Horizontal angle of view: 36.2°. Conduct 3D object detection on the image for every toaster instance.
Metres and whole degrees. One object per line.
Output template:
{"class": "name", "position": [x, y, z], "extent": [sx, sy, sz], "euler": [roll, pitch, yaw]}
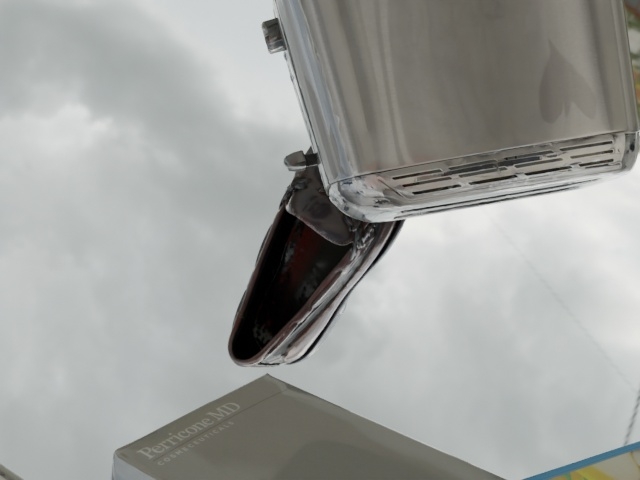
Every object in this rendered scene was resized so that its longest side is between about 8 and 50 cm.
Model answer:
{"class": "toaster", "position": [0.085, -0.094, 0.555], "extent": [0.227, 0.146, 0.129], "euler": [-10, 178, -2]}

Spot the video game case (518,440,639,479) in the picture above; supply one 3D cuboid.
{"class": "video game case", "position": [0.148, 0.131, 0.313], "extent": [0.119, 0.015, 0.166], "euler": [-8, -139, -30]}

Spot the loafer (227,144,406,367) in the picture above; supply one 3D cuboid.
{"class": "loafer", "position": [0.000, 0.000, 0.925], "extent": [0.109, 0.302, 0.095], "euler": [34, -156, 21]}

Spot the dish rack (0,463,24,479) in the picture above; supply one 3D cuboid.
{"class": "dish rack", "position": [-0.296, 0.291, 0.683], "extent": [0.285, 0.072, 0.333], "euler": [36, -132, 2]}

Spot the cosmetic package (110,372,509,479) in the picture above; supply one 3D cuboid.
{"class": "cosmetic package", "position": [0.024, 0.161, 0.463], "extent": [0.238, 0.107, 0.127], "euler": [21, -157, 28]}
